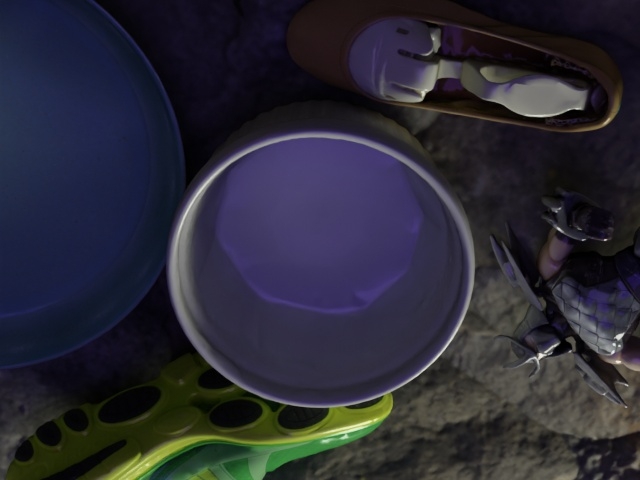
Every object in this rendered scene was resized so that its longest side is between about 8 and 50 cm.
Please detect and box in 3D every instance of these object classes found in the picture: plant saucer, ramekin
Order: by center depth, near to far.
[{"bbox_3d":[0.000,0.000,1.043,0.207,0.109,0.207,0,115,0],"label":"ramekin"},{"bbox_3d":[-0.251,-0.056,1.057,0.318,0.043,0.317,0,114,1],"label":"plant saucer"}]

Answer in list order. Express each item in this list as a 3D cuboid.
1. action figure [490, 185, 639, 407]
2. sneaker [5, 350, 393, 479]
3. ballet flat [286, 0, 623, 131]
[{"bbox_3d":[0.243,0.015,1.055,0.285,0.099,0.185,-34,115,18],"label":"action figure"},{"bbox_3d":[-0.087,0.155,1.132,0.296,0.109,0.123,-19,139,6],"label":"sneaker"},{"bbox_3d":[0.092,-0.119,1.007,0.232,0.073,0.080,8,114,-2],"label":"ballet flat"}]
